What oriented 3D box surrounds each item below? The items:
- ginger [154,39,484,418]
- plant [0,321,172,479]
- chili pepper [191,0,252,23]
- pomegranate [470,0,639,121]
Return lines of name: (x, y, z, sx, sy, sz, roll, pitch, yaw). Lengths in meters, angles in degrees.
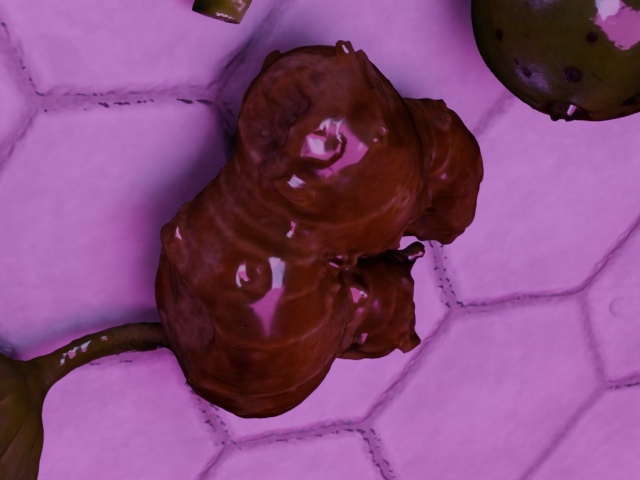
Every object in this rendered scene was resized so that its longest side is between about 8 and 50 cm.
ginger: (-0.008, 0.008, 1.208, 0.274, 0.152, 0.357, 4, 119, -55)
plant: (-0.262, 0.119, 1.208, 0.333, 0.180, 0.251, -47, 135, -37)
chili pepper: (-0.034, -0.248, 1.070, 0.202, 0.052, 0.050, -59, 158, 17)
pomegranate: (0.216, -0.212, 1.159, 0.202, 0.202, 0.248, 18, 85, -37)
